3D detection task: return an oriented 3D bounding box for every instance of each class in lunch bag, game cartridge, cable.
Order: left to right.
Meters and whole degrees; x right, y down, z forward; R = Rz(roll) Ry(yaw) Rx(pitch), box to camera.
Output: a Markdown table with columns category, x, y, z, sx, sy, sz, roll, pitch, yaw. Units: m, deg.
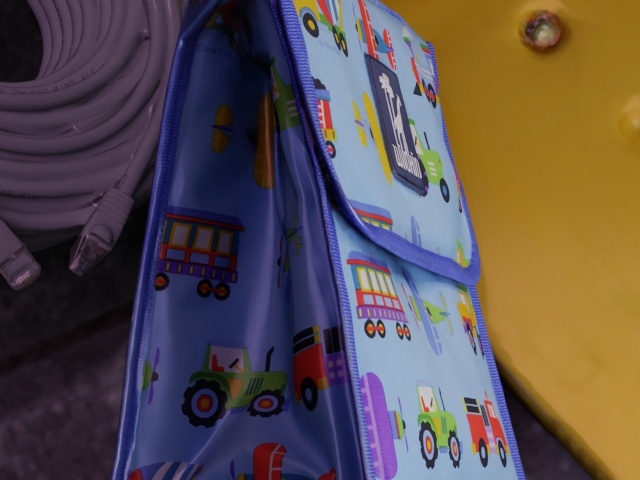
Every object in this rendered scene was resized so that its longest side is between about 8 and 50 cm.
| category | x | y | z | sx | sy | sz | roll | pitch | yaw |
| --- | --- | --- | --- | --- | --- | --- | --- | --- | --- |
| cable | -0.173 | -0.117 | 1.018 | 0.257 | 0.089 | 0.257 | 44 | 53 | -10 |
| lunch bag | 0.000 | 0.000 | 0.943 | 0.138 | 0.221 | 0.293 | -6 | 82 | 22 |
| game cartridge | 0.171 | -0.052 | 1.070 | 0.285 | 0.052 | 0.323 | -39 | 70 | -5 |
